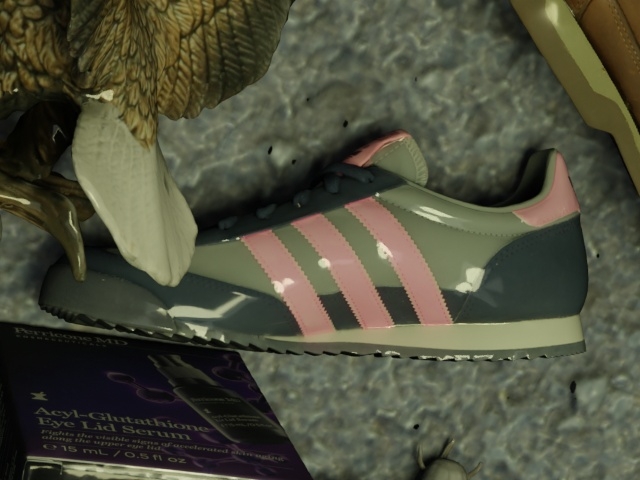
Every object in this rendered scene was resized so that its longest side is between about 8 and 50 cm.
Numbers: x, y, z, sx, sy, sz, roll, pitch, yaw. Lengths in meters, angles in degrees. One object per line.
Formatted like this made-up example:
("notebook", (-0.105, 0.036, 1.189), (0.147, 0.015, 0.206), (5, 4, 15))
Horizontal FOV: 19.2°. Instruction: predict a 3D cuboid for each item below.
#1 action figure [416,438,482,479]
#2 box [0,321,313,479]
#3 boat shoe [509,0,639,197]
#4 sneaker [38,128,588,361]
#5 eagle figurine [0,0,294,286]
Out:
("action figure", (0.048, 0.261, 1.158), (0.185, 0.099, 0.285), (12, 87, -7))
("box", (-0.105, 0.133, 1.021), (0.153, 0.207, 0.108), (8, 105, -18))
("boat shoe", (0.212, -0.069, 1.058), (0.104, 0.111, 0.307), (-32, 130, 12))
("sneaker", (0.000, 0.000, 1.074), (0.319, 0.112, 0.131), (3, 90, -18))
("eagle figurine", (-0.111, -0.146, 0.921), (0.225, 0.226, 0.298), (30, 99, -20))
